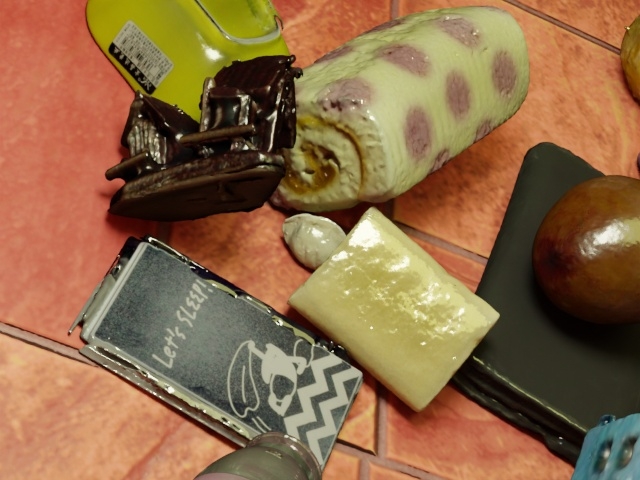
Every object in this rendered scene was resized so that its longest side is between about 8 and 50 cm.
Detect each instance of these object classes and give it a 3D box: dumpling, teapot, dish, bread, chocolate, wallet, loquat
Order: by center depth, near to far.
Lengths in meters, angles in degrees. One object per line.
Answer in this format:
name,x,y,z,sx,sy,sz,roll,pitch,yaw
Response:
teapot,-0.043,0.239,1.373,0.148,0.116,0.146,37,32,3
bread,0.075,0.072,1.601,0.178,0.060,0.139,42,79,3
dumpling,-0.001,0.000,1.645,0.077,0.059,0.043,52,33,10
chocolate,0.305,0.011,1.689,0.177,0.177,0.177,19,46,-21
dish,-0.121,-0.233,1.727,0.221,0.108,0.262,-13,63,-40
bread,0.081,-0.154,1.732,0.338,0.187,0.155,-33,110,-48
wallet,0.287,0.066,1.789,0.228,0.062,0.406,34,43,-6
loquat,0.495,-0.240,2.135,0.204,0.149,0.172,49,40,-10

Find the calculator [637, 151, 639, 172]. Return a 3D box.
calculator,0.518,-0.019,2.035,0.194,0.043,0.294,1,53,-33

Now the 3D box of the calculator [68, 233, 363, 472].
calculator,-0.094,0.110,1.511,0.274,0.028,0.166,32,46,-5

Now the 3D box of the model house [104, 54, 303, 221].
model house,-0.116,-0.108,1.559,0.141,0.203,0.164,39,45,-64

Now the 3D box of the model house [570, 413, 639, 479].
model house,0.337,0.331,1.493,0.237,0.215,0.303,32,66,-8
